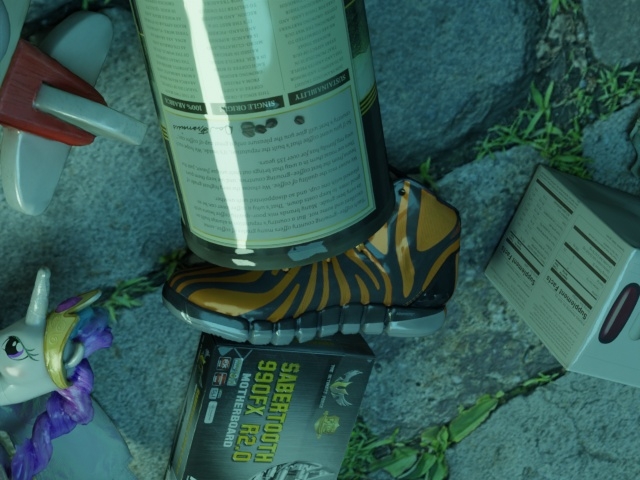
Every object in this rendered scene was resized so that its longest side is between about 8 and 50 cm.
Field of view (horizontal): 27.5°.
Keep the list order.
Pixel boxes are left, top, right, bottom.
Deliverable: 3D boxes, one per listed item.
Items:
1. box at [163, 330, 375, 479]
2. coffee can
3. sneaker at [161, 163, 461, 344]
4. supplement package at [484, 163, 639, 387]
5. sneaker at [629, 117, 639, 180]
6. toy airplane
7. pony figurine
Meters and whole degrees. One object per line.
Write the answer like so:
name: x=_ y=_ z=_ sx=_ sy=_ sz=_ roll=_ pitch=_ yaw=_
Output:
box: x=-0.060 y=0.204 z=1.417 sx=0.183 sy=0.056 sz=0.231 roll=7 pitch=114 yaw=-22
coffee can: x=-0.050 y=-0.141 z=1.149 sx=0.202 sy=0.201 sz=0.275 roll=-17 pitch=121 yaw=-11
sneaker: x=0.000 y=0.000 z=1.306 sx=0.321 sy=0.124 sz=0.180 roll=-2 pitch=114 yaw=-31
supplement package: x=0.349 y=0.054 z=1.395 sx=0.262 sy=0.204 sz=0.145 roll=15 pitch=111 yaw=-26
sneaker: x=0.366 y=-0.125 z=1.396 sx=0.061 sy=0.053 sz=0.152 roll=-12 pitch=121 yaw=-10
toy airplane: x=-0.295 y=-0.148 z=1.014 sx=0.384 sy=0.272 sz=0.386 roll=-28 pitch=111 yaw=-27
pony figurine: x=-0.326 y=0.213 z=1.229 sx=0.364 sy=0.303 sz=0.351 roll=-16 pitch=113 yaw=7
